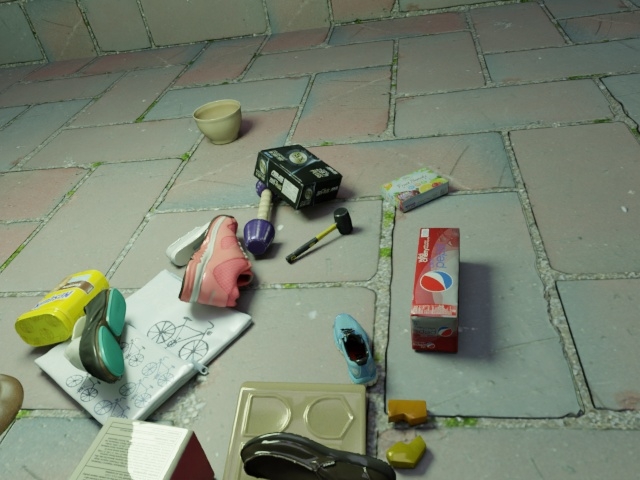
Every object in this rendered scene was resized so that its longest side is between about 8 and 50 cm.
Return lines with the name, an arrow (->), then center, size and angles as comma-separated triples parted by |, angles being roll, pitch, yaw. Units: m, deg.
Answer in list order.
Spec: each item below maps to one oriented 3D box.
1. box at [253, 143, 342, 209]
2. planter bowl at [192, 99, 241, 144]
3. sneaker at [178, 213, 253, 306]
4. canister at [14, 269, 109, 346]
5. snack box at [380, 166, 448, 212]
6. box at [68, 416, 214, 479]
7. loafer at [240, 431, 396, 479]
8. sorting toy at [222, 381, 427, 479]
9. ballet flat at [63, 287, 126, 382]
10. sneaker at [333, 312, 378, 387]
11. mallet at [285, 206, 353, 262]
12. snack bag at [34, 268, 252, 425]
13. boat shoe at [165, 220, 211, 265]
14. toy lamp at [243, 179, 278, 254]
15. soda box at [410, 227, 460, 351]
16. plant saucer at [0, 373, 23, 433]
box -> -0.060, -0.169, 1.410 | 0.147, 0.078, 0.180 | -18, 47, -42
planter bowl -> -0.337, -0.392, 1.829 | 0.162, 0.109, 0.162 | -7, 35, 5
sneaker -> -0.213, 0.054, 1.216 | 0.136, 0.116, 0.314 | 20, 30, -6
canister -> -0.549, 0.141, 1.166 | 0.126, 0.073, 0.170 | -15, 25, 19
snack box -> 0.240, -0.131, 1.380 | 0.141, 0.037, 0.100 | -24, 36, -17
box -> -0.268, 0.382, 0.741 | 0.148, 0.127, 0.232 | 2, 38, 17
loafer -> -0.010, 0.322, 0.734 | 0.220, 0.080, 0.078 | 6, 40, 12
sorting toy -> 0.012, 0.319, 0.835 | 0.307, 0.041, 0.229 | 0, 40, 5
ballet flat -> -0.422, 0.191, 1.024 | 0.096, 0.095, 0.280 | -27, 26, -4
sneaker -> 0.063, 0.182, 0.970 | 0.063, 0.073, 0.162 | -16, 36, -7
mallet -> 0.000, 0.000, 1.276 | 0.189, 0.062, 0.039 | -41, 42, -14
snack bag -> -0.348, 0.200, 1.089 | 0.323, 0.037, 0.342 | 21, 46, 37
boat shoe -> -0.300, -0.006, 1.340 | 0.063, 0.066, 0.184 | 27, 60, 39
toy lamp -> -0.146, -0.064, 1.359 | 0.080, 0.080, 0.275 | -8, 35, 5
soda box -> 0.225, 0.086, 1.041 | 0.083, 0.092, 0.263 | 1, 37, 15
plant saucer -> -0.664, 0.319, 1.011 | 0.198, 0.036, 0.199 | -8, 35, 6
